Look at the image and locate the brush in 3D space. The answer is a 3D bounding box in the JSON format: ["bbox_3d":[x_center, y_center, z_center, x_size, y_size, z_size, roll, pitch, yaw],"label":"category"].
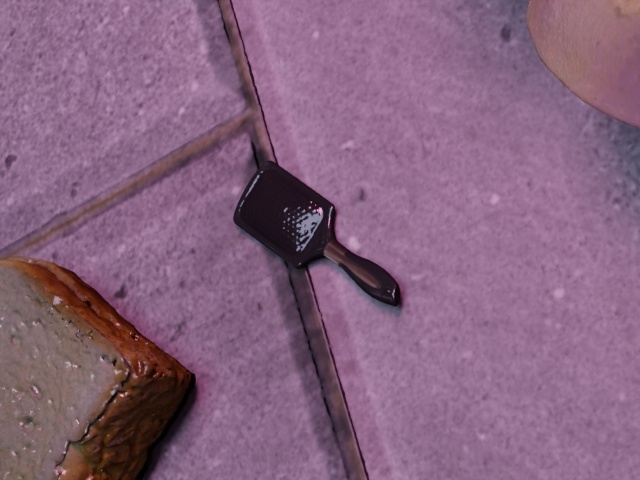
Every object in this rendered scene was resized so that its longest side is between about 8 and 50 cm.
[{"bbox_3d":[0.000,0.000,1.556,0.193,0.016,0.063,35,100,35],"label":"brush"}]

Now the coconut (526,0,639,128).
[{"bbox_3d":[0.262,-0.186,1.297,0.233,0.245,0.233,1,62,-2],"label":"coconut"}]

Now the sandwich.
[{"bbox_3d":[-0.257,0.164,1.643,0.249,0.095,0.273,35,99,38],"label":"sandwich"}]
